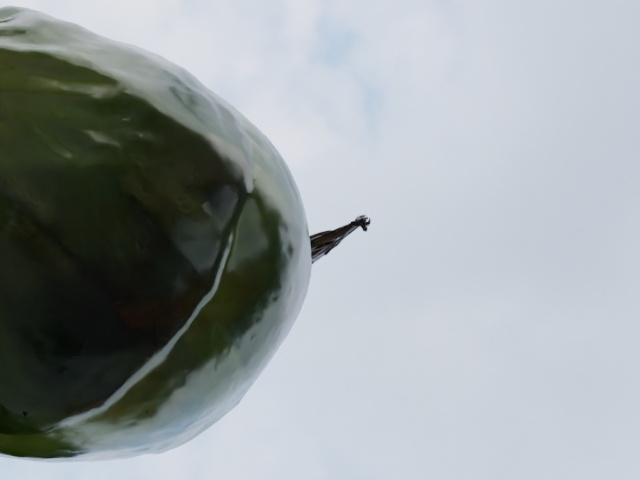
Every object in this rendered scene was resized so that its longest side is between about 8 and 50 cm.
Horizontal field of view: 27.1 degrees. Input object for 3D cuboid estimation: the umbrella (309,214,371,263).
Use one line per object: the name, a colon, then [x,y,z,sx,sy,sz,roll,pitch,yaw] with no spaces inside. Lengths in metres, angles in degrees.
umbrella: [0.001,0.002,0.913,0.083,0.031,0.020,-23,-113,36]

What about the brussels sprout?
brussels sprout: [-0.141,-0.005,0.672,0.271,0.210,0.219,37,-103,-7]
